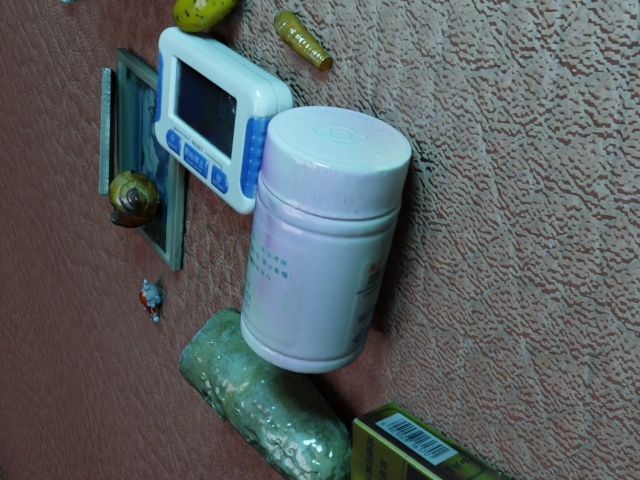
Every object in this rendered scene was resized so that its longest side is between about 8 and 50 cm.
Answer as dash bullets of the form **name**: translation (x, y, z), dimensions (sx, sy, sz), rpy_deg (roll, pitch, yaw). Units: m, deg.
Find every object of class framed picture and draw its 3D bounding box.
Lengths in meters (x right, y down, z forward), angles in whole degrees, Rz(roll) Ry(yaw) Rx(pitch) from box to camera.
- **framed picture**: translation (-0.355, -0.183, 1.254), dimensions (0.150, 0.015, 0.203), rpy_deg (-138, 51, -75)
- **framed picture**: translation (-0.285, -0.133, 1.251), dimensions (0.232, 0.024, 0.315), rpy_deg (40, 132, 39)

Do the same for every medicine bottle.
- **medicine bottle**: translation (0.000, 0.000, 0.803), dimensions (0.152, 0.152, 0.254), rpy_deg (41, 133, 38)

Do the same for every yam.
- **yam**: translation (-0.074, 0.216, 1.007), dimensions (0.330, 0.133, 0.133), rpy_deg (39, 132, 38)

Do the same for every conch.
- **conch**: translation (-0.305, -0.062, 1.227), dimensions (0.233, 0.080, 0.086), rpy_deg (132, 154, -71)

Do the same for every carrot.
- **carrot**: translation (-0.022, -0.228, 0.852), dimensions (0.093, 0.032, 0.032), rpy_deg (50, 138, 24)

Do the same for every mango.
- **mango**: translation (-0.146, -0.304, 0.949), dimensions (0.114, 0.057, 0.079), rpy_deg (-13, 49, 41)

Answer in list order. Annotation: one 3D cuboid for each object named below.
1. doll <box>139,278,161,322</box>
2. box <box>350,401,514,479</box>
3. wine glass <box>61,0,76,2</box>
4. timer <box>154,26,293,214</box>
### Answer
- **doll**: translation (-0.309, 0.106, 1.363), dimensions (0.114, 0.039, 0.057), rpy_deg (101, 171, -51)
- **box**: translation (0.131, 0.301, 0.812), dimensions (0.240, 0.071, 0.159), rpy_deg (25, 120, 48)
- **wine glass**: translation (-0.450, -0.467, 1.334), dimensions (0.042, 0.039, 0.083), rpy_deg (53, 139, 42)
- **timer**: translation (-0.128, -0.162, 0.981), dimensions (0.253, 0.078, 0.178), rpy_deg (40, 131, 39)
